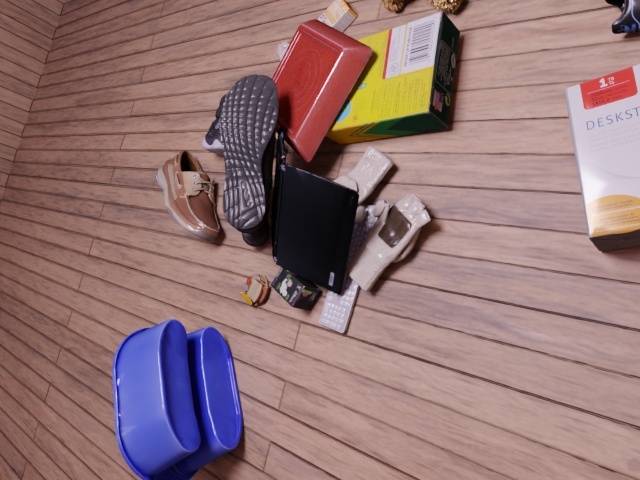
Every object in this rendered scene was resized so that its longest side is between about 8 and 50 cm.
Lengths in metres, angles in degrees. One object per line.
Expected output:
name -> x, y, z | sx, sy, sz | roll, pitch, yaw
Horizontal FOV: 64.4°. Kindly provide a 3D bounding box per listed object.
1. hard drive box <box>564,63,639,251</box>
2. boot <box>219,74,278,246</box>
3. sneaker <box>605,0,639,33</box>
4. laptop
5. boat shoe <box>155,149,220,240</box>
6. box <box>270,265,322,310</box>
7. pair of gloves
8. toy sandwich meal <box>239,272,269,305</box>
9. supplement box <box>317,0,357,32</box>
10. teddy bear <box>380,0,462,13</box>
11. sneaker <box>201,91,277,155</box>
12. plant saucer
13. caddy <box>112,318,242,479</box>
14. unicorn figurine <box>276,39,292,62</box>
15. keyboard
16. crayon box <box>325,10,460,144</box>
hard drive box -> 0.451, -0.118, 0.691 | 0.181, 0.089, 0.233 | -14, 67, 35
boot -> -0.153, -0.166, 1.113 | 0.118, 0.223, 0.339 | 8, 82, 0
sneaker -> 0.474, -0.426, 0.773 | 0.090, 0.081, 0.233 | -10, 71, 30
laptop -> -0.024, -0.066, 1.027 | 0.264, 0.136, 0.235 | -100, 15, -55
boat shoe -> -0.337, -0.129, 1.328 | 0.116, 0.123, 0.324 | -48, 53, 15
box -> -0.050, 0.099, 1.054 | 0.083, 0.062, 0.052 | 40, 102, 40
pair of gloves -> 0.088, -0.050, 0.982 | 0.204, 0.042, 0.240 | -46, 52, 19
toy sandwich meal -> -0.152, 0.111, 1.156 | 0.085, 0.029, 0.086 | -13, 68, 36
supplement box -> 0.031, -0.516, 1.197 | 0.098, 0.036, 0.062 | -41, 54, 23
teddy bear -> 0.215, -0.557, 0.964 | 0.337, 0.245, 0.113 | 24, 49, 37
sneaker -> -0.194, -0.290, 1.268 | 0.268, 0.101, 0.153 | 10, 86, 44
plant saucer -> -0.034, -0.336, 1.091 | 0.259, 0.047, 0.259 | -58, 43, 18
caddy -> -0.314, 0.334, 1.084 | 0.179, 0.241, 0.342 | -30, 58, 24
unicorn figurine -> -0.073, -0.434, 1.242 | 0.111, 0.060, 0.162 | 14, 85, 41
keyboard -> 0.058, 0.052, 1.012 | 0.072, 0.014, 0.256 | 14, 85, 41
crayon box -> 0.113, -0.313, 1.032 | 0.318, 0.081, 0.203 | 1, 78, 42
